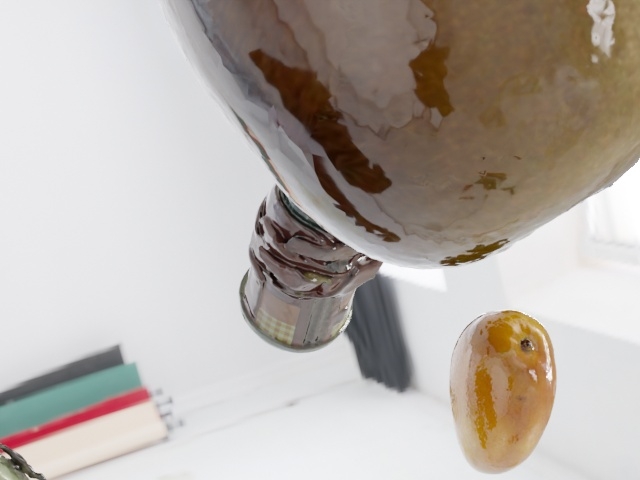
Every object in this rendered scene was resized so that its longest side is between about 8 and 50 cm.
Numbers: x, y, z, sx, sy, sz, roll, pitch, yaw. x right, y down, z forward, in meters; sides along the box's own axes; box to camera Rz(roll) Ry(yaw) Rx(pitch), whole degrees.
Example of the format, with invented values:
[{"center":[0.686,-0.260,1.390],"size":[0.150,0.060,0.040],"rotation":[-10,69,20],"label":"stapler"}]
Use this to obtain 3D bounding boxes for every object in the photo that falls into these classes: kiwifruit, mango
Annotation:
[{"center":[0.033,-0.107,0.460],"size":[0.196,0.234,0.196],"rotation":[-42,-176,3],"label":"kiwifruit"},{"center":[0.085,0.075,0.555],"size":[0.046,0.089,0.060],"rotation":[-7,-145,-18],"label":"mango"}]

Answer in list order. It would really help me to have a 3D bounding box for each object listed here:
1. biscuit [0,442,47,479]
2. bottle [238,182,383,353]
[{"center":[-0.151,0.194,0.555],"size":[0.150,0.252,0.052],"rotation":[-25,-148,16],"label":"biscuit"},{"center":[0.000,0.000,1.233],"size":[0.143,0.271,0.156],"rotation":[31,-127,11],"label":"bottle"}]
